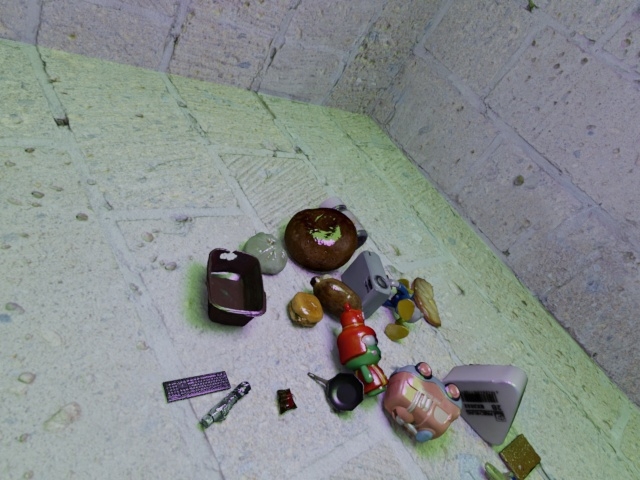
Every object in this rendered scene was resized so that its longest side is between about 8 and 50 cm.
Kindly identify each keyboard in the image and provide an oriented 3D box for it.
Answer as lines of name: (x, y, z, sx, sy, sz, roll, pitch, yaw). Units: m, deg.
keyboard: (-0.370, 0.440, 1.305, 0.203, 0.011, 0.067, 2, 46, -41)

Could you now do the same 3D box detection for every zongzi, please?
zongzi: (-0.103, 0.531, 1.415, 0.074, 0.067, 0.083, 24, 53, -39)

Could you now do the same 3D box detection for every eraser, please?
eraser: (0.710, 0.636, 1.780, 0.331, 0.331, 0.150, 48, 36, 16)

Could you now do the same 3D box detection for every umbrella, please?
umbrella: (-0.277, 0.491, 1.295, 0.050, 0.046, 0.188, 27, 30, 21)

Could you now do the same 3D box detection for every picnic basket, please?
picnic basket: (-0.323, 0.180, 1.555, 0.223, 0.129, 0.296, 14, 39, -27)

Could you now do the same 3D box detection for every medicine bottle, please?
medicine bottle: (0.109, -0.082, 2.227, 0.165, 0.165, 0.273, -6, 52, -45)

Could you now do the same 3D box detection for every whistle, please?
whistle: (0.715, 0.933, 1.625, 0.227, 0.085, 0.105, 45, 25, 13)

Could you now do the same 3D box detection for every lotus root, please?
lotus root: (0.061, 0.235, 1.815, 0.260, 0.145, 0.128, 36, 45, -9)

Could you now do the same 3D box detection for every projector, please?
projector: (0.206, 0.198, 1.947, 0.108, 0.198, 0.250, 17, 38, -27)

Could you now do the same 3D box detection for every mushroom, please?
mushroom: (0.004, -0.011, 1.996, 0.346, 0.239, 0.344, -6, 57, 9)

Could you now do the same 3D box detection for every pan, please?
pan: (0.065, 0.517, 1.545, 0.128, 0.048, 0.202, -38, 63, -15)

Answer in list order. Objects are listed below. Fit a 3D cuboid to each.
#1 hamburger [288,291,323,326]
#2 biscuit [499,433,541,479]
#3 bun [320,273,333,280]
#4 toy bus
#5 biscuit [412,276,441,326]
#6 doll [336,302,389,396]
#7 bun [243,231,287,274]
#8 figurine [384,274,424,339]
hamburger: (-0.059, 0.275, 1.721, 0.138, 0.083, 0.147, 14, 36, -30)
biscuit: (0.843, 0.914, 1.817, 0.231, 0.025, 0.131, -2, 49, -43)
bun: (0.027, 0.193, 1.923, 0.086, 0.055, 0.086, 22, 50, -29)
toy bus: (0.374, 0.616, 1.615, 0.288, 0.194, 0.232, 39, 42, 3)
biscuit: (0.548, 0.313, 2.257, 0.154, 0.045, 0.299, 26, 36, -18)
doll: (0.146, 0.412, 1.650, 0.182, 0.160, 0.362, 42, 32, -64)
bun: (-0.223, 0.049, 1.815, 0.196, 0.118, 0.195, 27, 34, -21)
figurine: (0.364, 0.287, 2.061, 0.284, 0.204, 0.338, 39, 21, 16)
